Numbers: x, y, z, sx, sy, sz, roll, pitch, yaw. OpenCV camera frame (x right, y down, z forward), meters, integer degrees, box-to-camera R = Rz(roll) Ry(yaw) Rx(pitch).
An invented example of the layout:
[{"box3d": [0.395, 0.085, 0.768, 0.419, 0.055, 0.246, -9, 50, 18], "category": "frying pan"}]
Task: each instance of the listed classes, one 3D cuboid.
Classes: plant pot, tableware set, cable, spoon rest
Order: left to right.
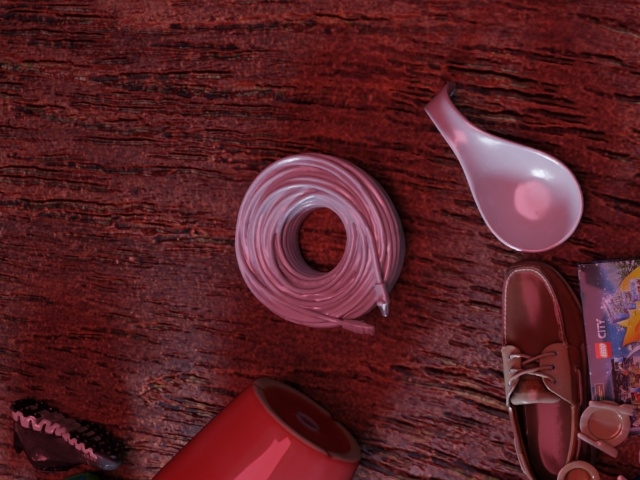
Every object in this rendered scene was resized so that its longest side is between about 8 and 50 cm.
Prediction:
[{"box3d": [-0.085, 0.354, 1.750, 0.275, 0.275, 0.243, 38, 99, 17], "category": "plant pot"}, {"box3d": [0.000, 0.000, 1.753, 0.257, 0.089, 0.257, 5, 97, 25], "category": "cable"}, {"box3d": [0.240, -0.102, 1.631, 0.276, 0.084, 0.137, 49, 112, 14], "category": "spoon rest"}, {"box3d": [0.385, 0.295, 1.551, 0.141, 0.020, 0.168, 24, 100, 1], "category": "tableware set"}]

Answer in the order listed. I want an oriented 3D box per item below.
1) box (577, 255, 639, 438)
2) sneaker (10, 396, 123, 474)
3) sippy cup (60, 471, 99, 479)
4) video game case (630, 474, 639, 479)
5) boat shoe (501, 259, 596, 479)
[{"box3d": [0.429, 0.136, 1.566, 0.159, 0.044, 0.233, -6, 93, 10], "category": "box"}, {"box3d": [-0.427, 0.350, 1.998, 0.234, 0.078, 0.106, 18, 106, 26], "category": "sneaker"}, {"box3d": [-0.423, 0.530, 1.942, 0.240, 0.305, 0.224, -29, 94, -15], "category": "sippy cup"}, {"box3d": [0.550, 0.376, 1.546, 0.269, 0.061, 0.244, -37, 80, 24], "category": "video game case"}, {"box3d": [0.304, 0.187, 1.611, 0.123, 0.116, 0.324, -12, 90, 26], "category": "boat shoe"}]
